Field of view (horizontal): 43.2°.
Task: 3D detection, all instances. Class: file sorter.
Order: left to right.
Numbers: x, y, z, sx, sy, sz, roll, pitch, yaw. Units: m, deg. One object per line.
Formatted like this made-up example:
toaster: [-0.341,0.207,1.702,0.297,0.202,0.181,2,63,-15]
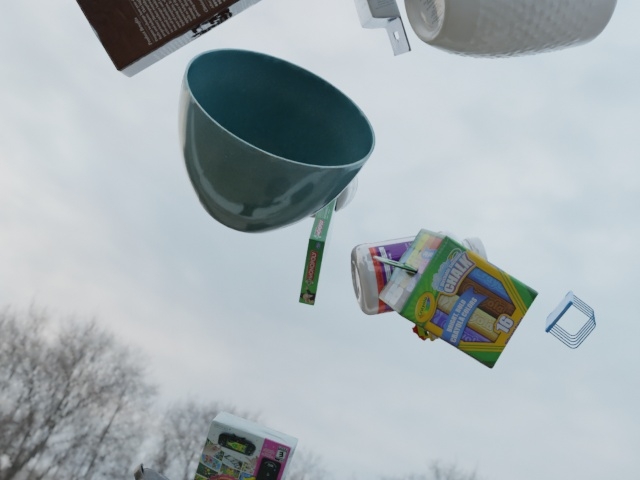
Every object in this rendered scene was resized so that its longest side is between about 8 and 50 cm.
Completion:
file sorter: [0.751,0.240,2.417,0.104,0.118,0.170,39,16,8]

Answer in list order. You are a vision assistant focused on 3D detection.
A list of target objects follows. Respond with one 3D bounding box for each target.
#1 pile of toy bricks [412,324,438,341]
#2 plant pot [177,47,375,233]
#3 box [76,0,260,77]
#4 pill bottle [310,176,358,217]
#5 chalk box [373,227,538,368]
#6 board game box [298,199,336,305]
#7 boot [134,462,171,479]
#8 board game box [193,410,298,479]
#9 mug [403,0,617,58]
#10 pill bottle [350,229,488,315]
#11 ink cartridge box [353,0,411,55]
pile of toy bricks: [0.282,0.160,2.218,0.105,0.118,0.212,-3,-72,42]
plant pot: [-0.090,-0.125,1.208,0.290,0.290,0.195,26,-55,-3]
box: [-0.324,-0.543,1.800,0.191,0.382,0.143,60,-1,-4]
pill bottle: [0.010,-0.183,2.545,0.204,0.204,0.361,22,8,5]
chalk box: [0.243,0.093,1.608,0.289,0.179,0.180,32,1,-13]
board game box: [0.000,0.000,2.232,0.046,0.317,0.213,12,-56,2]
boot: [-0.258,0.538,1.460,0.263,0.091,0.229,51,8,-7]
board game box: [-0.214,0.635,2.127,0.224,0.303,0.097,18,6,7]
mug: [0.320,-0.477,1.554,0.328,0.276,0.374,-14,6,-19]
pill bottle: [0.245,0.076,2.017,0.323,0.181,0.181,-9,-26,-7]
ink cartridge box: [0.105,-0.562,1.785,0.072,0.329,0.324,-17,10,3]
